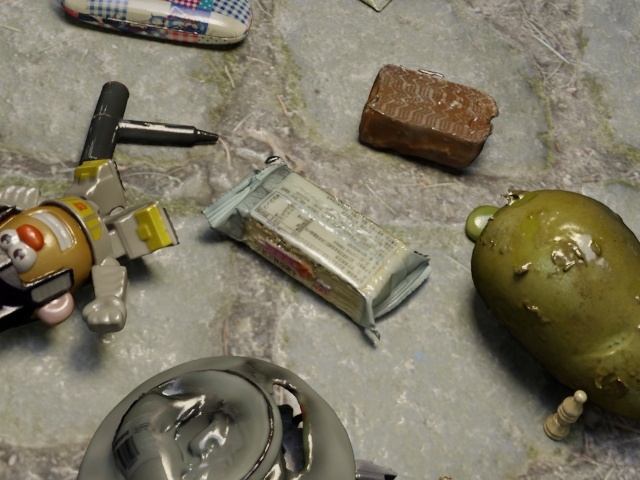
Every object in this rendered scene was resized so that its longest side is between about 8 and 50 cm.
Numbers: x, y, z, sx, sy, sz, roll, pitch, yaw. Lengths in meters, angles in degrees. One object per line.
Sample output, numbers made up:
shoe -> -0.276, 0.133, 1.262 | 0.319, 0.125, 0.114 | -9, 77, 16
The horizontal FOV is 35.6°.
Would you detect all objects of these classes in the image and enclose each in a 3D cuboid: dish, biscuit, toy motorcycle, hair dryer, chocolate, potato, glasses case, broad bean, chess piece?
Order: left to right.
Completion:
hair dryer -> -0.257, -0.153, 1.530 | 0.195, 0.050, 0.173 | 14, 51, -8
glasses case -> -0.280, -0.406, 1.714 | 0.327, 0.076, 0.125 | 8, 50, -8
dish -> -0.128, 0.239, 1.101 | 0.324, 0.124, 0.324 | -7, 44, 7
toy motorcycle -> -0.007, 0.274, 1.213 | 0.215, 0.080, 0.122 | 20, 51, -3
biscuit -> 0.002, -0.003, 1.448 | 0.309, 0.079, 0.186 | 32, 48, 13
chocolate -> 0.179, -0.200, 1.656 | 0.214, 0.093, 0.148 | 19, 49, 2
broad bean -> 0.268, -0.026, 1.567 | 0.083, 0.045, 0.063 | -3, 71, -11
chess piece -> 0.331, 0.230, 1.332 | 0.035, 0.092, 0.035 | 8, 49, -10
potato -> 0.367, 0.083, 1.367 | 0.359, 0.219, 0.270 | 52, 17, 23

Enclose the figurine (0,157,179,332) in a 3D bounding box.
figurine -> -0.347, 0.014, 1.293 | 0.308, 0.143, 0.308 | 0, 36, 0

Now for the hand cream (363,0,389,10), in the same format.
hand cream -> 0.049, -0.509, 1.919 | 0.194, 0.042, 0.067 | 33, 48, 7

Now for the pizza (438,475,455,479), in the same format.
pizza -> 0.177, 0.336, 1.246 | 0.078, 0.025, 0.083 | 3, 66, -32
